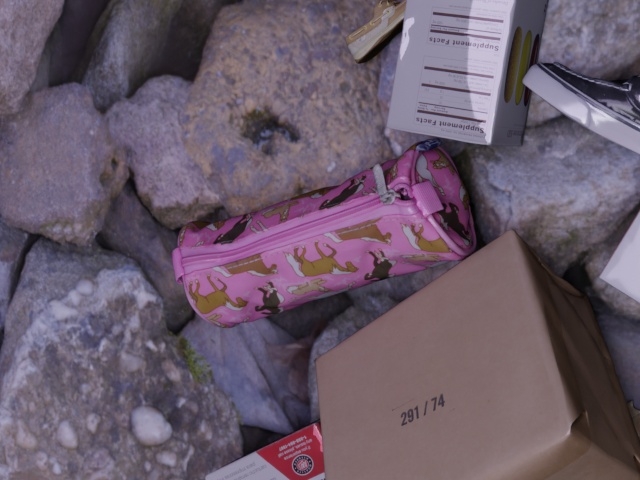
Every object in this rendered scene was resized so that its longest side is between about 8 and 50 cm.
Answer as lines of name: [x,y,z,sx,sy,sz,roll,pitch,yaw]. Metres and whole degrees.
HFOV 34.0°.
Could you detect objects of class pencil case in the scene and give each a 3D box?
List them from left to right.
pencil case: [0.000,0.000,1.327,0.386,0.160,0.167,-18,121,28]

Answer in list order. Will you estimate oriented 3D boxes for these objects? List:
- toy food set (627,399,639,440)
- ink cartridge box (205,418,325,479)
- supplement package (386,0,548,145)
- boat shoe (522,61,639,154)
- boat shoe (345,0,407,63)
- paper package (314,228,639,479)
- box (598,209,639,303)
toy food set: [0.418,0.235,1.233,0.078,0.019,0.122,-33,72,24]
ink cartridge box: [0.000,0.390,1.392,0.197,0.114,0.273,-30,82,24]
supplement package: [0.182,-0.242,1.246,0.134,0.139,0.244,13,100,25]
boat shoe: [0.378,-0.146,1.176,0.301,0.108,0.102,30,106,18]
boat shoe: [0.085,-0.284,1.338,0.135,0.050,0.045,-39,82,23]
paper package: [0.165,0.203,1.195,0.325,0.168,0.309,-36,37,25]
box: [0.390,0.004,1.144,0.091,0.170,0.130,34,107,20]
